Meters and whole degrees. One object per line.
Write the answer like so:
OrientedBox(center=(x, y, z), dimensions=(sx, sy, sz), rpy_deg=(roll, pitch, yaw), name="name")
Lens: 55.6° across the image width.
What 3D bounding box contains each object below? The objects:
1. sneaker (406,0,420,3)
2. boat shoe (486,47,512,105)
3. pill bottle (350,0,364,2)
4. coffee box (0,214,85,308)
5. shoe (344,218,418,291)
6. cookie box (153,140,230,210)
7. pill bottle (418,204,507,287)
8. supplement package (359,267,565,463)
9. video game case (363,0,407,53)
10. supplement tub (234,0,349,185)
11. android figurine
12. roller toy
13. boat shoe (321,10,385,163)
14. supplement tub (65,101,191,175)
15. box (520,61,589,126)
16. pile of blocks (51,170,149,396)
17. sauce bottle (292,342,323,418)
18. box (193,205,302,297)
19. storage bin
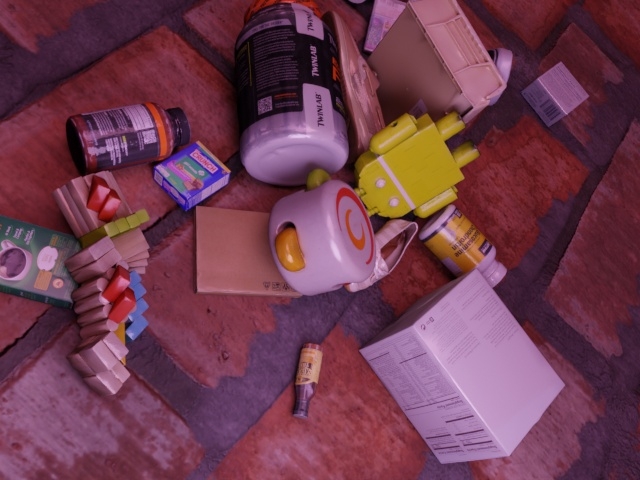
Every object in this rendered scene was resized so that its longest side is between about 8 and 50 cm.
OrientedBox(center=(0.264, -0.588, 1.549), dimensions=(0.094, 0.080, 0.212), rpy_deg=(43, 59, 2), name="sneaker")
OrientedBox(center=(0.339, -0.380, 1.394), dimensions=(0.119, 0.335, 0.121), rpy_deg=(13, 100, -4), name="boat shoe")
OrientedBox(center=(0.129, -0.664, 1.492), dimensions=(0.112, 0.112, 0.187), rpy_deg=(43, 58, -4), name="pill bottle")
OrientedBox(center=(-0.465, 0.028, 0.944), dimensions=(0.184, 0.040, 0.113), rpy_deg=(17, 61, -19), name="coffee box")
OrientedBox(center=(0.121, 0.024, 1.207), dimensions=(0.219, 0.058, 0.077), rpy_deg=(-45, 123, -35), name="shoe")
OrientedBox(center=(-0.235, -0.120, 1.113), dimensions=(0.092, 0.040, 0.107), rpy_deg=(43, 55, 11), name="cookie box")
OrientedBox(center=(0.304, 0.020, 1.286), dimensions=(0.184, 0.103, 0.103), rpy_deg=(45, 57, -2), name="pill bottle")
OrientedBox(center=(0.253, 0.233, 1.113), dimensions=(0.199, 0.198, 0.263), rpy_deg=(-34, 85, -34), name="supplement package")
OrientedBox(center=(0.192, -0.504, 1.466), dimensions=(0.157, 0.019, 0.143), rpy_deg=(14, 85, -10), name="video game case")
OrientedBox(center=(-0.061, -0.295, 1.183), dimensions=(0.207, 0.207, 0.338), rpy_deg=(4, 68, -25), name="supplement tub")
OrientedBox(center=(0.182, -0.142, 1.224), dimensions=(0.248, 0.272, 0.056), rpy_deg=(50, 13, -41), name="android figurine")
OrientedBox(center=(0.000, 0.000, 1.090), dimensions=(0.191, 0.146, 0.209), rpy_deg=(51, 32, -37), name="roller toy")
OrientedBox(center=(0.065, -0.331, 1.321), dimensions=(0.110, 0.121, 0.341), rpy_deg=(-7, 82, -33), name="boat shoe")
OrientedBox(center=(-0.332, -0.183, 1.064), dimensions=(0.197, 0.106, 0.106), rpy_deg=(-18, 78, -32), name="supplement tub")
OrientedBox(center=(0.636, -0.397, 1.647), dimensions=(0.137, 0.072, 0.126), rpy_deg=(-35, 86, -32), name="box")
OrientedBox(center=(-0.310, 0.050, 0.942), dimensions=(0.149, 0.112, 0.362), rpy_deg=(3, 73, -48), name="pile of blocks")
OrientedBox(center=(-0.024, 0.246, 1.065), dimensions=(0.042, 0.042, 0.128), rpy_deg=(19, 60, -18), name="sauce bottle")
OrientedBox(center=(-0.133, 0.022, 1.121), dimensions=(0.201, 0.021, 0.165), rpy_deg=(5, 67, -24), name="box")
OrientedBox(center=(0.228, -0.340, 1.310), dimensions=(0.123, 0.262, 0.260), rpy_deg=(-23, 80, -31), name="storage bin")
